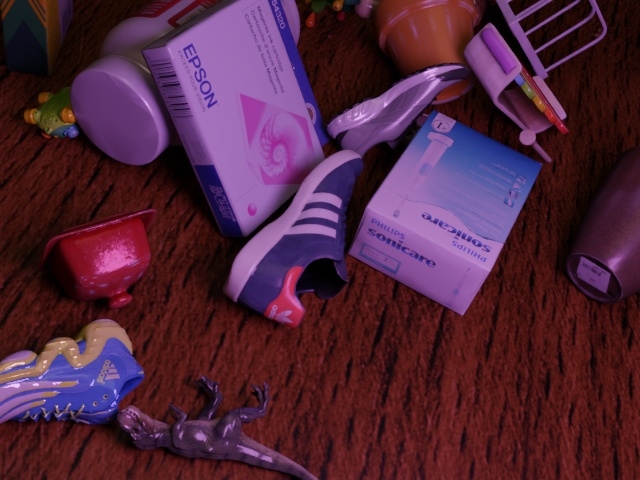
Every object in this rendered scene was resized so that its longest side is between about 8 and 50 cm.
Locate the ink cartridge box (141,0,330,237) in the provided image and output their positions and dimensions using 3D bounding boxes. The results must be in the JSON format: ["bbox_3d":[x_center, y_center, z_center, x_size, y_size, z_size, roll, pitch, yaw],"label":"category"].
[{"bbox_3d":[-0.099,-0.226,1.348,0.071,0.324,0.330,4,37,39],"label":"ink cartridge box"}]

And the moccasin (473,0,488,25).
[{"bbox_3d":[0.182,-0.565,1.840,0.380,0.139,0.147,29,39,-3],"label":"moccasin"}]

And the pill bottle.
[{"bbox_3d":[-0.224,-0.308,1.428,0.229,0.229,0.407,29,49,11],"label":"pill bottle"}]

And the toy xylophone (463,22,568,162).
[{"bbox_3d":[0.382,-0.271,1.580,0.236,0.081,0.323,60,22,16],"label":"toy xylophone"}]

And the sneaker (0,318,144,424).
[{"bbox_3d":[-0.328,0.192,1.057,0.240,0.091,0.126,-31,64,-36],"label":"sneaker"}]

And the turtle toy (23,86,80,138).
[{"bbox_3d":[-0.425,-0.214,1.399,0.095,0.066,0.130,2,43,18],"label":"turtle toy"}]

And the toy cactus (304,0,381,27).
[{"bbox_3d":[0.051,-0.482,1.704,0.181,0.219,0.112,18,87,1],"label":"toy cactus"}]

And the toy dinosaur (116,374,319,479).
[{"bbox_3d":[-0.125,0.240,1.096,0.268,0.064,0.118,15,54,-5],"label":"toy dinosaur"}]

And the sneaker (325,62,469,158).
[{"bbox_3d":[0.147,-0.233,1.500,0.272,0.100,0.108,-29,96,6],"label":"sneaker"}]

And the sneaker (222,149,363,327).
[{"bbox_3d":[0.000,0.000,1.303,0.148,0.131,0.350,35,55,6],"label":"sneaker"}]

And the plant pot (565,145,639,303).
[{"bbox_3d":[0.524,-0.008,1.410,0.215,0.215,0.230,41,66,20],"label":"plant pot"}]

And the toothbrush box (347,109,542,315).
[{"bbox_3d":[0.212,-0.054,1.397,0.216,0.126,0.295,28,48,8],"label":"toothbrush box"}]

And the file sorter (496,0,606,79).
[{"bbox_3d":[0.468,-0.530,1.795,0.173,0.193,0.277,-29,50,19],"label":"file sorter"}]

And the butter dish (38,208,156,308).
[{"bbox_3d":[-0.301,0.040,1.180,0.160,0.160,0.118,-18,80,-29],"label":"butter dish"}]

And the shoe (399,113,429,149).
[{"bbox_3d":[0.192,-0.197,1.561,0.219,0.058,0.076,24,48,6],"label":"shoe"}]

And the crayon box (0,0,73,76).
[{"bbox_3d":[-0.487,-0.471,1.437,0.081,0.318,0.202,9,48,-8],"label":"crayon box"}]

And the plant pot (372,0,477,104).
[{"bbox_3d":[0.222,-0.381,1.652,0.205,0.205,0.188,-4,66,-19],"label":"plant pot"}]
